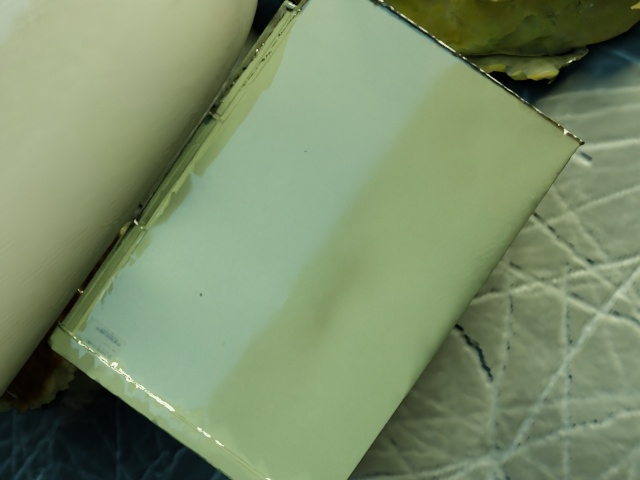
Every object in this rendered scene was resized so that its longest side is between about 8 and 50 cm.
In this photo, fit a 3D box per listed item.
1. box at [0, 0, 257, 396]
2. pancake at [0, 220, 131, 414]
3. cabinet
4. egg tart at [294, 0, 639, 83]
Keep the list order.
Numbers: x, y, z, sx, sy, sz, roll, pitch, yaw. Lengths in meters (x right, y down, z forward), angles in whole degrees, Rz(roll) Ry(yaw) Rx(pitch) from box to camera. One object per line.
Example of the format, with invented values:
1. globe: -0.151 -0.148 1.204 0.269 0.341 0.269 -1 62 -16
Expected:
1. box: -0.165 -0.041 0.504 0.141 0.288 0.349 34 98 -18
2. pancake: -0.214 -0.022 0.687 0.257 0.056 0.212 31 98 16
3. cabinet: 0.000 0.000 0.527 0.150 0.145 0.206 35 93 4
4. egg tart: 0.093 -0.224 0.577 0.297 0.132 0.297 -4 76 15
